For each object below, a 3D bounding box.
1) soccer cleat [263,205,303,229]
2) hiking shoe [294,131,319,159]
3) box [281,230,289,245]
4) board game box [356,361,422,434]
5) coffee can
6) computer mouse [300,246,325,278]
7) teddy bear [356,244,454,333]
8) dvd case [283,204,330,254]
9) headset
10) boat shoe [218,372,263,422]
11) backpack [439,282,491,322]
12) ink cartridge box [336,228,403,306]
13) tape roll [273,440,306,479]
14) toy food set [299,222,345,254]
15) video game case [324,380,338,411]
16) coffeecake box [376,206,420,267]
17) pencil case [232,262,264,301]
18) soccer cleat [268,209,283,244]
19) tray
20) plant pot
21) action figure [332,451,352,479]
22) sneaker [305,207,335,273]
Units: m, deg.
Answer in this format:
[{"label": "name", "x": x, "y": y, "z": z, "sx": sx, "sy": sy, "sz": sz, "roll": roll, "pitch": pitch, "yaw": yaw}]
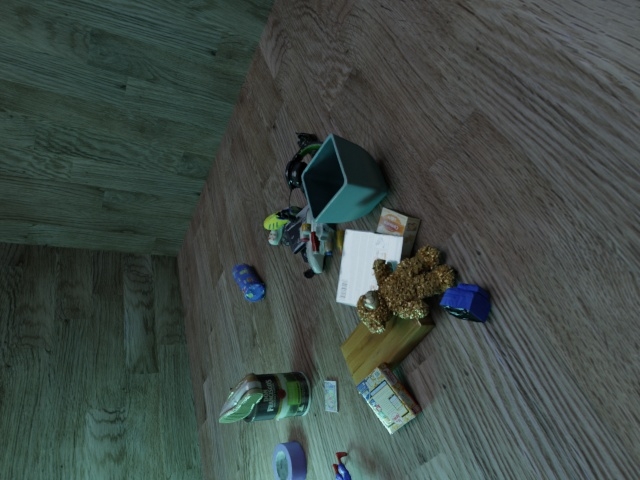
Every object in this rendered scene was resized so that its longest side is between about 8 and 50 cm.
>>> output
[{"label": "soccer cleat", "x": -0.210, "y": -0.122, "z": 2.250, "sx": 0.288, "sy": 0.121, "sz": 0.094, "roll": -13, "pitch": 73, "yaw": 41}, {"label": "hiking shoe", "x": -0.057, "y": -0.452, "z": 2.122, "sx": 0.086, "sy": 0.114, "sz": 0.227, "roll": -62, "pitch": 37, "yaw": 31}, {"label": "box", "x": -0.180, "y": -0.021, "z": 2.327, "sx": 0.067, "sy": 0.018, "sz": 0.084, "roll": 33, "pitch": 112, "yaw": 56}, {"label": "board game box", "x": 0.226, "y": 0.533, "z": 1.469, "sx": 0.194, "sy": 0.045, "sz": 0.147, "roll": 51, "pitch": 130, "yaw": 21}, {"label": "coffee can", "x": -0.208, "y": 0.708, "z": 1.984, "sx": 0.201, "sy": 0.275, "sz": 0.202, "roll": -16, "pitch": 71, "yaw": 56}, {"label": "computer mouse", "x": -0.048, "y": 0.040, "z": 2.063, "sx": 0.184, "sy": 0.060, "sz": 0.263, "roll": -24, "pitch": 64, "yaw": 55}, {"label": "teddy bear", "x": 0.256, "y": 0.149, "z": 1.380, "sx": 0.337, "sy": 0.113, "sz": 0.245, "roll": -19, "pitch": 66, "yaw": 17}, {"label": "dvd case", "x": -0.067, "y": -0.072, "z": 2.071, "sx": 0.238, "sy": 0.029, "sz": 0.179, "roll": -41, "pitch": 48, "yaw": 20}, {"label": "headset", "x": -0.056, "y": -0.265, "z": 2.023, "sx": 0.243, "sy": 0.185, "sz": 0.394, "roll": 37, "pitch": 93, "yaw": 29}, {"label": "boat shoe", "x": -0.340, "y": 0.673, "z": 1.848, "sx": 0.302, "sy": 0.113, "sz": 0.103, "roll": -47, "pitch": 44, "yaw": 29}, {"label": "backpack", "x": 0.416, "y": 0.178, "z": 1.253, "sx": 0.120, "sy": 0.098, "sz": 0.101, "roll": -4, "pitch": 51, "yaw": 58}, {"label": "ink cartridge box", "x": 0.182, "y": 0.105, "z": 1.550, "sx": 0.238, "sy": 0.060, "sz": 0.276, "roll": 8, "pitch": 90, "yaw": 35}, {"label": "tape roll", "x": -0.144, "y": 1.033, "z": 2.004, "sx": 0.189, "sy": 0.080, "sz": 0.189, "roll": -15, "pitch": 71, "yaw": 56}, {"label": "toy food set", "x": 0.001, "y": 0.003, "z": 1.816, "sx": 0.111, "sy": 0.232, "sz": 0.105, "roll": -16, "pitch": 71, "yaw": 42}, {"label": "video game case", "x": 0.046, "y": 0.656, "z": 1.835, "sx": 0.087, "sy": 0.011, "sz": 0.122, "roll": -24, "pitch": 63, "yaw": 55}, {"label": "coffeecake box", "x": 0.265, "y": -0.009, "z": 1.557, "sx": 0.142, "sy": 0.068, "sz": 0.186, "roll": 32, "pitch": 112, "yaw": 55}, {"label": "pencil case", "x": -0.426, "y": 0.243, "z": 2.580, "sx": 0.306, "sy": 0.133, "sz": 0.120, "roll": 41, "pitch": 159, "yaw": 54}, {"label": "soccer cleat", "x": -0.232, "y": -0.070, "z": 2.384, "sx": 0.068, "sy": 0.076, "sz": 0.197, "roll": 16, "pitch": 83, "yaw": 26}, {"label": "tray", "x": 0.222, "y": 0.346, "z": 1.553, "sx": 0.411, "sy": 0.076, "sz": 0.203, "roll": -59, "pitch": 39, "yaw": 33}, {"label": "plant pot", "x": 0.110, "y": -0.216, "z": 1.672, "sx": 0.248, "sy": 0.252, "sz": 0.247, "roll": -49, "pitch": 45, "yaw": 43}, {"label": "action figure", "x": 0.136, "y": 0.903, "z": 1.584, "sx": 0.280, "sy": 0.138, "sz": 0.092, "roll": -116, "pitch": 36, "yaw": -74}, {"label": "sneaker", "x": 0.000, "y": 0.000, "z": 1.931, "sx": 0.111, "sy": 0.129, "sz": 0.298, "roll": -45, "pitch": -46, "yaw": -83}]
